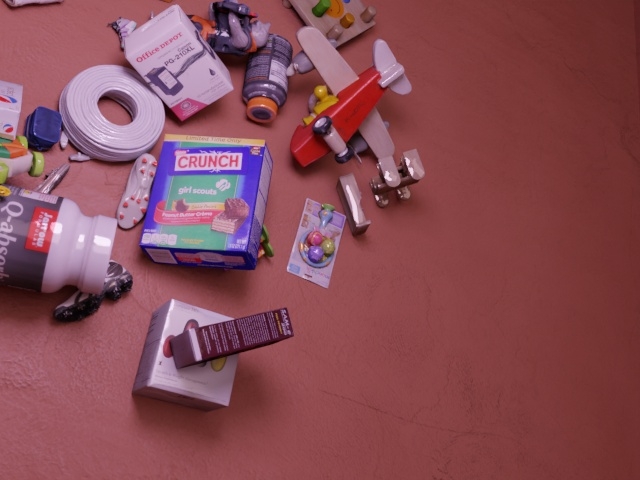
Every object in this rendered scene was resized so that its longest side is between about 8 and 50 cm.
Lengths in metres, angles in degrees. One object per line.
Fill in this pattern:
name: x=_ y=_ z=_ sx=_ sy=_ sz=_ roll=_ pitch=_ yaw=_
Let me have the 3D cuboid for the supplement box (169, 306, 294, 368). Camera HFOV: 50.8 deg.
supplement box: x=-0.194 y=0.215 z=1.487 sx=0.239 sy=0.130 sz=0.073 roll=-10 pitch=79 yaw=-33

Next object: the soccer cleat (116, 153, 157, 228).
soccer cleat: x=-0.459 y=-0.122 z=1.685 sx=0.068 sy=0.076 sz=0.196 roll=22 pitch=82 yaw=-30

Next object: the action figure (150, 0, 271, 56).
action figure: x=-0.304 y=-0.578 z=1.879 sx=0.330 sy=0.341 sz=0.179 roll=-2 pitch=108 yaw=-10

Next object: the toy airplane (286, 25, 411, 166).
toy airplane: x=0.071 y=-0.414 z=1.973 sx=0.384 sy=0.272 sz=0.386 roll=-7 pitch=107 yaw=-34

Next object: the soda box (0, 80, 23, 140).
soda box: x=-0.715 y=-0.297 z=1.513 sx=0.073 sy=0.069 sz=0.216 roll=11 pitch=22 yaw=-27

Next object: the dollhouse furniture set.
dollhouse furniture set: x=0.189 y=-0.133 z=1.995 sx=0.242 sy=0.212 sz=0.161 roll=-17 pitch=78 yaw=-8

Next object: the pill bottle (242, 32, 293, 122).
pill bottle: x=-0.157 y=-0.466 z=1.955 sx=0.130 sy=0.130 sz=0.246 roll=18 pitch=64 yaw=-24

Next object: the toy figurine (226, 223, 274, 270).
toy figurine: x=-0.225 y=0.016 z=1.762 sx=0.159 sy=0.130 sz=0.173 roll=-37 pitch=118 yaw=-22

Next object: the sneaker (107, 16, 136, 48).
sneaker: x=-0.543 y=-0.564 z=1.819 sx=0.069 sy=0.038 sz=0.098 roll=22 pitch=52 yaw=-21

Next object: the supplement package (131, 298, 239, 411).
supplement package: x=-0.305 y=0.272 z=1.571 sx=0.194 sy=0.149 sz=0.203 roll=20 pitch=63 yaw=-23

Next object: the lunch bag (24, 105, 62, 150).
lunch bag: x=-0.665 y=-0.262 z=1.611 sx=0.067 sy=0.065 sz=0.099 roll=20 pitch=60 yaw=-41

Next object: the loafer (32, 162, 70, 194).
loafer: x=-0.642 y=-0.141 z=1.592 sx=0.039 sy=0.045 sz=0.125 roll=32 pitch=61 yaw=-9

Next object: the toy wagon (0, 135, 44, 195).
toy wagon: x=-0.723 y=-0.185 z=1.406 sx=0.267 sy=0.344 sz=0.068 roll=3 pitch=112 yaw=-43

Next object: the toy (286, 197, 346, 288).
toy: x=0.000 y=0.000 z=1.917 sx=0.136 sy=0.056 sz=0.237 roll=24 pitch=61 yaw=-20

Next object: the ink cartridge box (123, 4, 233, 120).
ink cartridge box: x=-0.363 y=-0.452 z=1.731 sx=0.237 sy=0.172 sz=0.100 roll=50 pitch=15 yaw=-45

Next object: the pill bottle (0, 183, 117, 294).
pill bottle: x=-0.630 y=-0.005 z=1.419 sx=0.362 sy=0.210 sz=0.210 roll=13 pitch=65 yaw=-18

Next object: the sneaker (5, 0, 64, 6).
sneaker: x=-0.781 y=-0.727 z=1.691 sx=0.169 sy=0.108 sz=0.293 roll=-28 pitch=89 yaw=-39

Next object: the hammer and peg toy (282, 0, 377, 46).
hammer and peg toy: x=0.004 y=-0.805 z=2.182 sx=0.266 sy=0.127 sz=0.361 roll=-39 pitch=94 yaw=-35

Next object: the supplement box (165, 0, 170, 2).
supplement box: x=-0.449 y=-0.809 z=1.942 sx=0.080 sy=0.078 sz=0.234 roll=14 pitch=66 yaw=-30

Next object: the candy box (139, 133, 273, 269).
candy box: x=-0.276 y=-0.100 z=1.680 sx=0.268 sy=0.122 sz=0.317 roll=3 pitch=64 yaw=7

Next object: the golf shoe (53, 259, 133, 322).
golf shoe: x=-0.534 y=0.115 z=1.551 sx=0.198 sy=0.077 sz=0.094 roll=-31 pitch=72 yaw=-37

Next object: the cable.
cable: x=-0.524 y=-0.324 z=1.703 sx=0.257 sy=0.089 sz=0.257 roll=0 pitch=72 yaw=-31
